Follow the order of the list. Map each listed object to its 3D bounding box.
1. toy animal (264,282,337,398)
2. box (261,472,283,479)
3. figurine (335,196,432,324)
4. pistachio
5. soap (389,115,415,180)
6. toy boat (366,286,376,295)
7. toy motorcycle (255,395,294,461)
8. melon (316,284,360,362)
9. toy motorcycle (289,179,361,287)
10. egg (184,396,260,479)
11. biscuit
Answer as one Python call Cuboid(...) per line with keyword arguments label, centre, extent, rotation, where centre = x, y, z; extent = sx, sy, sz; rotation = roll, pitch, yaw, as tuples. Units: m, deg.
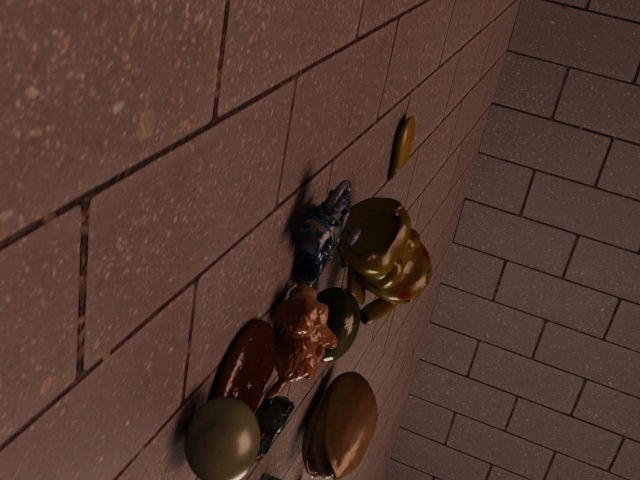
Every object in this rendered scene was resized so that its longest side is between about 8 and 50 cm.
Cuboid(label="toy animal", centre=(-0.049, 0.185, 1.502), extent=(0.184, 0.104, 0.185), rotation=(-52, 163, -25))
Cuboid(label="box", centre=(-0.107, 0.685, 1.874), extent=(0.205, 0.118, 0.311), rotation=(-59, 161, -32))
Cuboid(label="figurine", centre=(0.133, 0.047, 1.753), extent=(0.218, 0.169, 0.327), rotation=(-55, 138, -14))
Cuboid(label="pistachio", centre=(0.049, 0.462, 2.072), extent=(0.181, 0.162, 0.293), rotation=(58, 47, -37))
Cuboid(label="soap", centre=(0.197, -0.218, 1.982), extent=(0.089, 0.033, 0.168), rotation=(-51, 157, -45))
Cuboid(label="toy boat", centre=(0.137, 0.095, 2.009), extent=(0.061, 0.116, 0.188), rotation=(-64, 162, -7))
Cuboid(label="toy motorcycle", centre=(-0.103, 0.362, 1.604), extent=(0.173, 0.058, 0.100), rotation=(-46, 157, -62))
Cuboid(label="melon", centre=(0.021, 0.166, 1.687), extent=(0.114, 0.114, 0.167), rotation=(-25, 135, -70))
Cuboid(label="toy motorcycle", centre=(0.000, 0.000, 1.457), extent=(0.135, 0.092, 0.254), rotation=(-51, 166, -30))
Cuboid(label="egg", centre=(-0.148, 0.305, 1.254), extent=(0.114, 0.114, 0.152), rotation=(-46, 151, -57))
Cuboid(label="biscuit", centre=(-0.125, 0.232, 1.396), extent=(0.212, 0.036, 0.212), rotation=(19, 90, -75))
